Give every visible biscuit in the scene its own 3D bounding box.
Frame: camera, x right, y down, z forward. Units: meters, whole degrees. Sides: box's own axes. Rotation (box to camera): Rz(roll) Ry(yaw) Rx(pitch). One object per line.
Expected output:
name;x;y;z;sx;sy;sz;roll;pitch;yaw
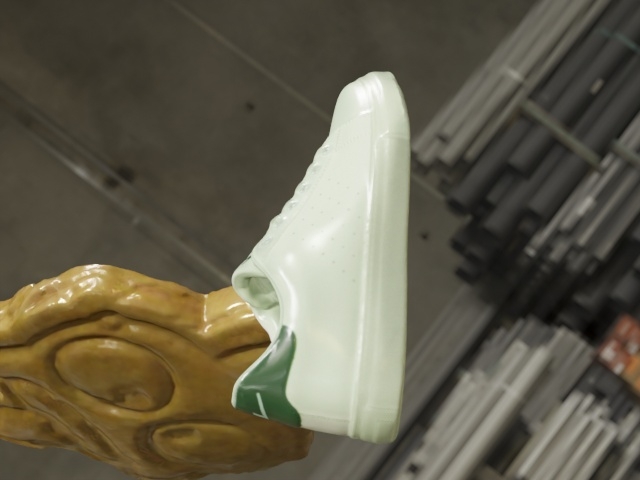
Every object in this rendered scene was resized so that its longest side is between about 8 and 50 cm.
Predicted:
biscuit;-0.136;0.114;1.182;0.376;0.269;0.051;-14;48;33

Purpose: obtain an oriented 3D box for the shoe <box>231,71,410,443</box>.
shoe;0.000;0.000;0.955;0.095;0.110;0.265;93;177;-55
